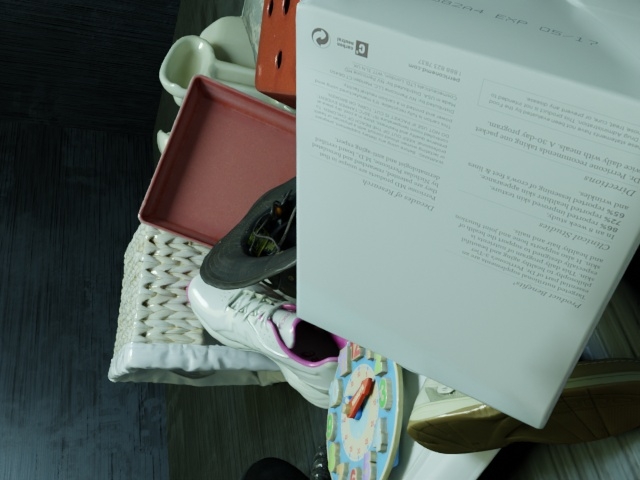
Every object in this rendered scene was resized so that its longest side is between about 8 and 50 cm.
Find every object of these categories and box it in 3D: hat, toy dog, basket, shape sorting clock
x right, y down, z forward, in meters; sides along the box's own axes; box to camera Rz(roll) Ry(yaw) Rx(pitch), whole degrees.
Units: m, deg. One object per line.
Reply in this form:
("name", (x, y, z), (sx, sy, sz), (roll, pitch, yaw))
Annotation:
("hat", (0.000, 0.000, 0.978), (0.134, 0.331, 0.331), (56, 169, -20))
("toy dog", (-0.207, -0.219, 1.408), (0.408, 0.285, 0.395), (113, 152, -44))
("basket", (-0.193, 0.120, 1.248), (0.331, 0.328, 0.266), (147, 126, -65))
("shape sorting clock", (0.044, 0.197, 0.798), (0.206, 0.040, 0.206), (-165, 90, -75))

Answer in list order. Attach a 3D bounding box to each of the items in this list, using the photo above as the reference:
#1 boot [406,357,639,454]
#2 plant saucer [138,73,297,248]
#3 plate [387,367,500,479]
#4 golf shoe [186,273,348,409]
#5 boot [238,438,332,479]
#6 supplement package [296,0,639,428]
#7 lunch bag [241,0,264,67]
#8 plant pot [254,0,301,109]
("boot", (0.181, 0.093, 0.609), (0.213, 0.077, 0.165), (-20, 35, 34))
("plant saucer", (-0.129, -0.101, 1.127), (0.048, 0.259, 0.258), (160, 130, -72))
("plate", (0.094, 0.194, 0.790), (0.278, 0.045, 0.277), (-97, 26, -55))
("golf shoe", (-0.067, 0.116, 1.009), (0.115, 0.306, 0.140), (-52, -18, -28))
("boot", (-0.014, 0.372, 1.000), (0.348, 0.131, 0.260), (43, 134, 50))
("supplement package", (0.116, -0.054, 0.469), (0.198, 0.199, 0.262), (-52, -23, -38))
("lunch bag", (-0.019, -0.418, 1.102), (0.287, 0.169, 0.235), (108, 155, -42))
("plant pot", (0.071, -0.233, 0.746), (0.267, 0.236, 0.267), (-145, 62, -66))
